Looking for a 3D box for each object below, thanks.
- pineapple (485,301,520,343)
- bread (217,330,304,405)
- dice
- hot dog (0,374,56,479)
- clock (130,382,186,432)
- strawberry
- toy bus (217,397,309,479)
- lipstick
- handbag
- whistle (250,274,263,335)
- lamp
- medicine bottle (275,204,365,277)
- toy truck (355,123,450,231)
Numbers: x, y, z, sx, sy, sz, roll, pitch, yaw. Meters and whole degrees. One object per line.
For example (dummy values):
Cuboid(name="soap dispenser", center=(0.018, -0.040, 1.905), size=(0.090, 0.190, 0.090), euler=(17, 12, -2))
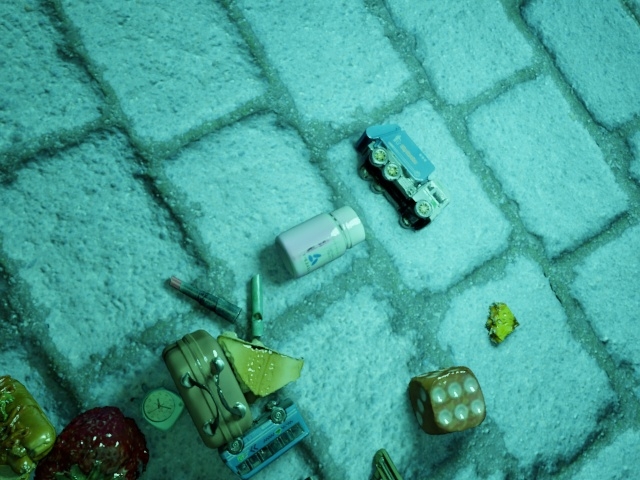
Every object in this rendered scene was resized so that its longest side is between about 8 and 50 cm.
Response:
Cuboid(name="pineapple", center=(0.599, 0.273, 1.663), size=(0.116, 0.069, 0.137), euler=(11, 86, -14))
Cuboid(name="bread", center=(-0.161, 0.336, 1.444), size=(0.211, 0.183, 0.224), euler=(-21, 86, -15))
Cuboid(name="dice", center=(0.381, 0.481, 1.516), size=(0.175, 0.179, 0.173), euler=(-10, 80, -15))
Cuboid(name="hot dog", center=(-0.781, 0.457, 1.251), size=(0.349, 0.117, 0.158), euler=(24, 75, 42))
Cuboid(name="clock", center=(-0.462, 0.466, 1.433), size=(0.147, 0.045, 0.108), euler=(32, 74, -2))
Cuboid(name="strawberry", center=(-0.593, 0.556, 1.314), size=(0.274, 0.220, 0.274), euler=(-16, 125, -23))
Cuboid(name="toy bus", center=(-0.161, 0.562, 1.433), size=(0.246, 0.113, 0.134), euler=(-32, 92, -16))
Cuboid(name="lipstick", center=(-0.349, 0.169, 1.513), size=(0.234, 0.053, 0.053), euler=(30, 75, 0))
Cuboid(name="handbag", center=(-0.295, 0.397, 1.338), size=(0.149, 0.283, 0.301), euler=(-24, 94, -24))
Cuboid(name="whistle", center=(-0.193, 0.198, 1.540), size=(0.039, 0.039, 0.186), euler=(0, 78, -10))
Cuboid(name="lamp", center=(0.097, 0.724, 1.410), size=(0.283, 0.203, 0.124), euler=(-13, 100, -17))
Cuboid(name="medicine bottle", center=(0.000, 0.000, 1.558), size=(0.255, 0.152, 0.152), euler=(-26, 84, -15))
Cuboid(name="toy truck", center=(0.263, -0.213, 1.654), size=(0.175, 0.146, 0.367), euler=(-37, 87, -19))
